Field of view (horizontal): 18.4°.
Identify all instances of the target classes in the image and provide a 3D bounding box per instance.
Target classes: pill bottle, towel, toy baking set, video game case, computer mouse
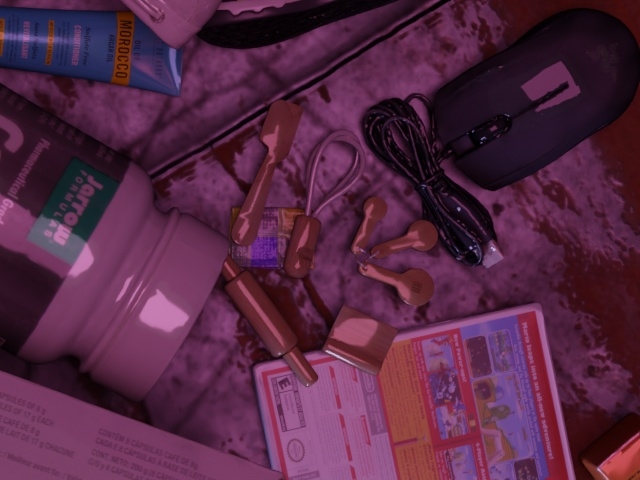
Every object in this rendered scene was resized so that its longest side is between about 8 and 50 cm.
[{"bbox_3d":[-0.275,-0.018,1.732,0.361,0.204,0.204,30,88,-8],"label":"pill bottle"},{"bbox_3d":[-0.045,-0.002,1.863,0.083,0.009,0.060,4,93,-9],"label":"towel"},{"bbox_3d":[-0.004,0.005,1.849,0.197,0.030,0.256,-41,94,-11],"label":"toy baking set"},{"bbox_3d":[0.092,0.186,1.883,0.285,0.025,0.204,-12,94,-7],"label":"video game case"},{"bbox_3d":[0.195,-0.117,1.862,0.272,0.072,0.188,-37,96,-5],"label":"computer mouse"}]

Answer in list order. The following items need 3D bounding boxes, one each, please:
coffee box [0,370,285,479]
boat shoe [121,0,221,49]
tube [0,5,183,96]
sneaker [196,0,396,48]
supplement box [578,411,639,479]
[{"bbox_3d":[-0.269,0.318,1.643,0.337,0.334,0.338,22,70,-8],"label":"coffee box"},{"bbox_3d":[-0.253,-0.290,1.764,0.367,0.136,0.156,34,104,0],"label":"boat shoe"},{"bbox_3d":[-0.228,-0.181,1.814,0.207,0.052,0.080,4,103,-14],"label":"tube"},{"bbox_3d":[-0.017,-0.250,1.834,0.234,0.084,0.097,-17,77,-11],"label":"sneaker"},{"bbox_3d":[0.351,0.280,1.898,0.080,0.078,0.233,-40,96,-5],"label":"supplement box"}]
